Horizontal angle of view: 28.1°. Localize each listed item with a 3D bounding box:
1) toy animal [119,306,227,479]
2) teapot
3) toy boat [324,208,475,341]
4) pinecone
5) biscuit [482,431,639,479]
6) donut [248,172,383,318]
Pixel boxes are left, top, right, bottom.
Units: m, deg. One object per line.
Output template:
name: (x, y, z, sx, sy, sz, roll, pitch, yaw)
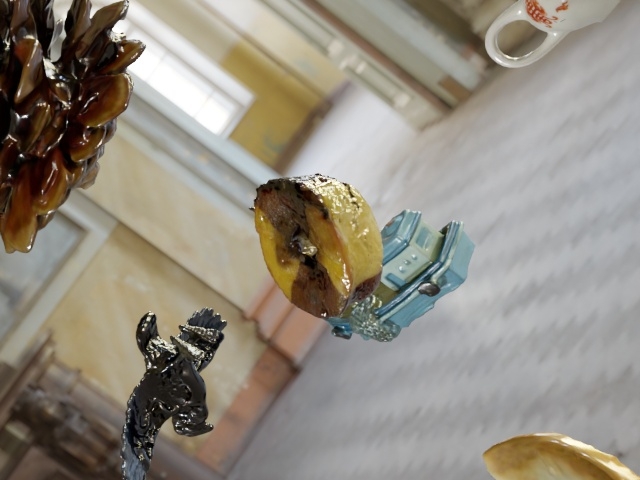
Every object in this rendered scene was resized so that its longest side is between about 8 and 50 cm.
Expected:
toy animal: (-0.112, 0.109, 0.997, 0.220, 0.062, 0.108, -66, -16, -51)
teapot: (0.272, -0.281, 1.352, 0.245, 0.116, 0.159, -48, 10, 5)
toy boat: (0.072, 0.047, 1.484, 0.238, 0.098, 0.109, -41, 19, 46)
pinecone: (-0.279, -0.124, 1.032, 0.264, 0.264, 0.264, -51, 9, 11)
biscuit: (0.298, 0.317, 1.276, 0.040, 0.309, 0.204, -26, -8, -34)
donut: (0.000, 0.000, 1.092, 0.059, 0.140, 0.140, -21, -9, -29)
